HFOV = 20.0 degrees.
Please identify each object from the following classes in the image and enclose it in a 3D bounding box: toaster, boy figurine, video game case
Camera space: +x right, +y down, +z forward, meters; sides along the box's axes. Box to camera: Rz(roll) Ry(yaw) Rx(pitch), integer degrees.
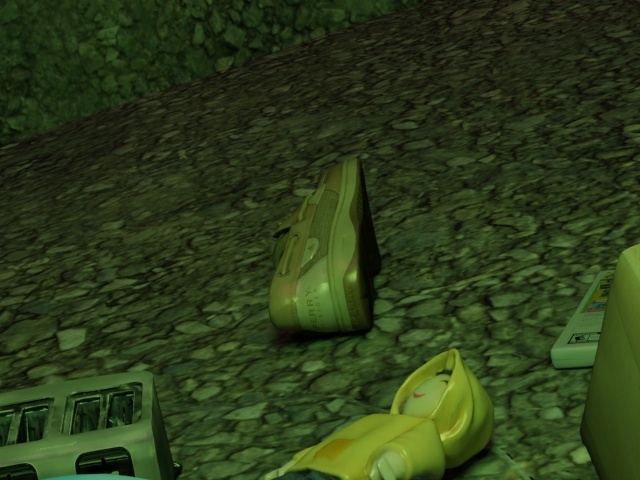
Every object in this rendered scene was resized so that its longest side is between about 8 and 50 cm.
[{"bbox_3d":[-0.205,0.193,1.504,0.168,0.110,0.186,-9,17,-1],"label":"toaster"},{"bbox_3d":[0.028,0.174,1.422,0.285,0.092,0.177,-25,4,-26],"label":"boy figurine"},{"bbox_3d":[0.338,0.065,1.668,0.212,0.023,0.193,-6,19,25],"label":"video game case"}]

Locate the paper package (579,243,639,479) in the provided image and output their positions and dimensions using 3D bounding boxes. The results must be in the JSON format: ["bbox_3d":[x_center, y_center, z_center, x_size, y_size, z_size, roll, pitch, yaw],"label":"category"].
[{"bbox_3d":[0.328,0.137,0.951,0.309,0.168,0.325,-7,37,-8],"label":"paper package"}]

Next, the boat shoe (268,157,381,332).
[{"bbox_3d":[0.000,0.000,1.953,0.110,0.122,0.341,-10,19,7],"label":"boat shoe"}]

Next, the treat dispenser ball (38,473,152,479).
[{"bbox_3d":[-0.117,0.265,0.929,0.288,0.288,0.288,-12,17,4],"label":"treat dispenser ball"}]

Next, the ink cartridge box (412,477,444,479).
[{"bbox_3d":[0.084,0.240,1.243,0.165,0.065,0.332,0,20,37],"label":"ink cartridge box"}]
